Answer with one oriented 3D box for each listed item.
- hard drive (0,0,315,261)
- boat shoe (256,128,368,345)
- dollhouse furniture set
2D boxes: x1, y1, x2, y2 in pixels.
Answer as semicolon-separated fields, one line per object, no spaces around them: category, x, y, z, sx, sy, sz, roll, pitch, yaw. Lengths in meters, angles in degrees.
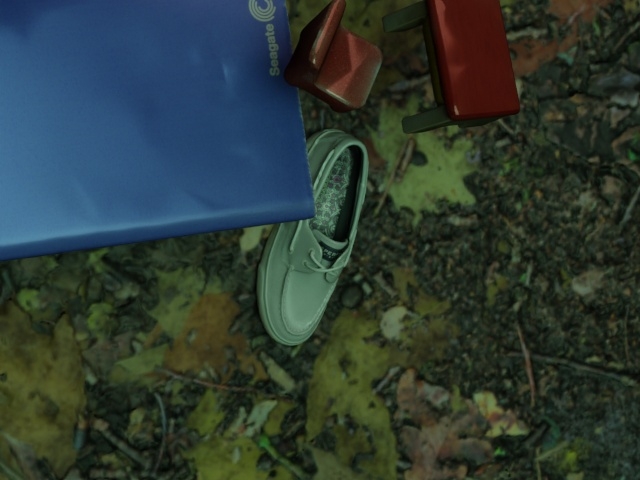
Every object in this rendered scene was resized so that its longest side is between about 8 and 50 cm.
hard drive;-0.170;-0.100;1.457;0.318;0.040;0.210;-8;90;-22
boat shoe;0.000;0.000;1.553;0.066;0.063;0.184;21;89;-25
dollhouse furniture set;0.041;-0.270;1.422;0.201;0.152;0.374;-8;84;-27
